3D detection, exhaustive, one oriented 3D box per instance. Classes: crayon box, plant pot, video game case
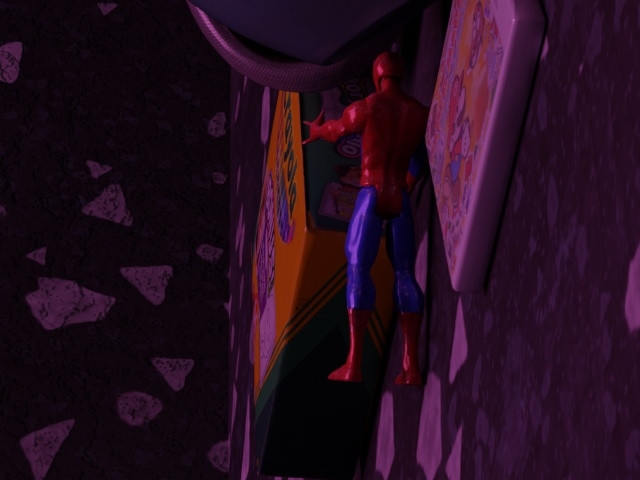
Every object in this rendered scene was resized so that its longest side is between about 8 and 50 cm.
[{"bbox_3d":[0.000,0.000,1.901,0.363,0.106,0.313,-94,11,-51],"label":"crayon box"},{"bbox_3d":[0.006,-0.258,1.548,0.195,0.290,0.290,57,170,2],"label":"plant pot"},{"bbox_3d":[0.115,-0.112,1.388,0.206,0.026,0.227,-95,12,-54],"label":"video game case"}]

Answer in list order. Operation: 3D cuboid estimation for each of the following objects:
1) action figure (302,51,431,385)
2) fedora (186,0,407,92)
[{"bbox_3d":[0.042,-0.018,1.632,0.139,0.091,0.280,168,106,-73],"label":"action figure"},{"bbox_3d":[-0.006,-0.270,1.816,0.124,0.244,0.275,13,-126,-68],"label":"fedora"}]
